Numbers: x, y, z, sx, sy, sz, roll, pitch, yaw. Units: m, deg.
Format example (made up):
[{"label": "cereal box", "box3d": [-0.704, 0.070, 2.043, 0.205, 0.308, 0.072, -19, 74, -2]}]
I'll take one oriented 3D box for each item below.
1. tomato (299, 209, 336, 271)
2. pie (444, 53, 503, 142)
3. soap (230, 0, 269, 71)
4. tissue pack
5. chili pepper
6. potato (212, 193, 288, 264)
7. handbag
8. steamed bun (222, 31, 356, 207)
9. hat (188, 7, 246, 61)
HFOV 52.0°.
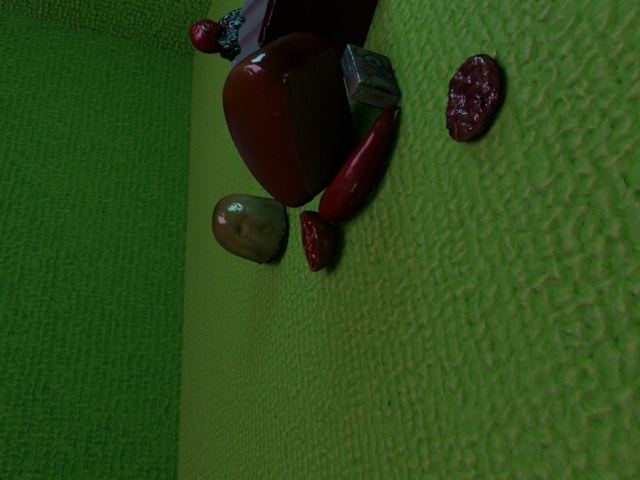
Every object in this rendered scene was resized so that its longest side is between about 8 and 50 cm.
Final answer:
[{"label": "tomato", "box3d": [0.000, 0.000, 1.621, 0.155, 0.069, 0.155, 172, 90, -75]}, {"label": "pie", "box3d": [0.260, -0.244, 1.125, 0.154, 0.036, 0.154, -172, 90, -69]}, {"label": "soap", "box3d": [-0.102, -0.598, 1.939, 0.435, 0.213, 0.350, 175, 105, -68]}, {"label": "tissue pack", "box3d": [0.109, -0.359, 1.452, 0.060, 0.109, 0.148, 123, 148, -41]}, {"label": "chili pepper", "box3d": [0.079, -0.138, 1.492, 0.368, 0.092, 0.137, -50, 10, 46]}, {"label": "potato", "box3d": [-0.235, -0.048, 2.049, 0.285, 0.243, 0.242, -124, 48, -64]}, {"label": "handbag", "box3d": [-0.005, -0.563, 1.619, 0.084, 0.260, 0.275, -114, 40, -58]}, {"label": "steamed bun", "box3d": [-0.083, -0.282, 1.533, 0.248, 0.235, 0.379, 22, 140, 38]}, {"label": "hat", "box3d": [-0.283, -0.710, 2.273, 0.242, 0.333, 0.274, 121, 148, -46]}]
